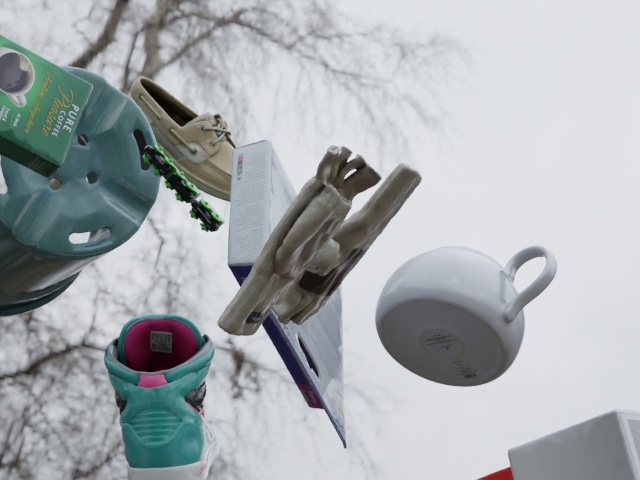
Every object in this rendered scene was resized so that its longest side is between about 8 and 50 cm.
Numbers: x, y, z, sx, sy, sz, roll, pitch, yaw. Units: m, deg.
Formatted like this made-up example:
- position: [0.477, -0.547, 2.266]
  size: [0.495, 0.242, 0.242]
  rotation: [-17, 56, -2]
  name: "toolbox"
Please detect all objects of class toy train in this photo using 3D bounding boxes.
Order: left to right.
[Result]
- position: [-0.102, -0.039, 0.899]
  size: [0.083, 0.017, 0.024]
  rotation: [50, 9, 5]
  name: "toy train"

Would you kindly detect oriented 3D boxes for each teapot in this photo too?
- position: [0.221, 0.096, 1.905]
  size: [0.256, 0.187, 0.252]
  rotation: [19, -40, 10]
  name: "teapot"

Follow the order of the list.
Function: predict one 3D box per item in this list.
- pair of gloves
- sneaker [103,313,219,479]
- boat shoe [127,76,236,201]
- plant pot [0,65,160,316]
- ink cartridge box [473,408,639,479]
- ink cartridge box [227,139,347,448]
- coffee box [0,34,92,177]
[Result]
- position: [0.000, 0.000, 1.143]
  size: [0.042, 0.204, 0.240]
  rotation: [41, 14, 16]
  name: "pair of gloves"
- position: [-0.182, 0.172, 1.384]
  size: [0.124, 0.178, 0.295]
  rotation: [-3, 2, -6]
  name: "sneaker"
- position: [-0.197, -0.161, 1.947]
  size: [0.302, 0.109, 0.098]
  rotation: [34, -65, 15]
  name: "boat shoe"
- position: [-0.404, -0.080, 1.657]
  size: [0.341, 0.341, 0.334]
  rotation: [26, -22, -26]
  name: "plant pot"
- position: [0.241, 0.346, 1.170]
  size: [0.066, 0.296, 0.261]
  rotation: [12, -33, -42]
  name: "ink cartridge box"
- position: [-0.045, 0.081, 1.702]
  size: [0.071, 0.330, 0.324]
  rotation: [-14, -48, 14]
  name: "ink cartridge box"
- position: [-0.333, -0.152, 1.214]
  size: [0.184, 0.113, 0.040]
  rotation: [27, -35, -24]
  name: "coffee box"
